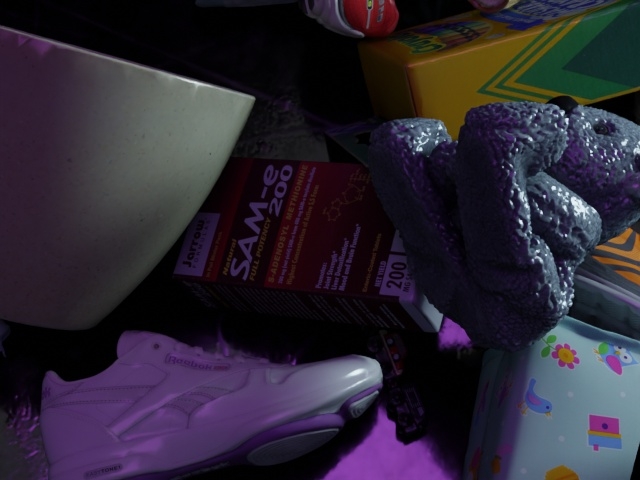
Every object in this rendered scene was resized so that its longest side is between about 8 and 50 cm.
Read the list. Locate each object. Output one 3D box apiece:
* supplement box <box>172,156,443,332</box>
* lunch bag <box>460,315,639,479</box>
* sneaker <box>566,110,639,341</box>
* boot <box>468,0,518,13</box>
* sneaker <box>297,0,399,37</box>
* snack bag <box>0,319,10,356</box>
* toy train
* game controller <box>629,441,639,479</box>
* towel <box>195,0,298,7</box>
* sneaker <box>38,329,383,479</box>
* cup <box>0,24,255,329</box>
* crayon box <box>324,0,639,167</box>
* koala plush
[{"bbox_3d":[0.000,0.000,1.452,0.239,0.073,0.130,4,66,28],"label":"supplement box"},{"bbox_3d":[0.257,0.205,1.366,0.262,0.160,0.223,19,62,-6],"label":"lunch bag"},{"bbox_3d":[0.267,-0.013,1.478,0.321,0.124,0.180,33,71,14],"label":"sneaker"},{"bbox_3d":[0.184,-0.369,1.580,0.269,0.089,0.236,-36,88,-40],"label":"boot"},{"bbox_3d":[0.063,-0.318,1.559,0.118,0.107,0.279,21,77,-17],"label":"sneaker"},{"bbox_3d":[-0.507,0.098,1.475,0.342,0.037,0.323,37,70,15],"label":"snack bag"},{"bbox_3d":[0.061,0.102,1.479,0.036,0.027,0.158,-18,67,-12],"label":"toy train"},{"bbox_3d":[0.342,0.236,1.298,0.067,0.319,0.166,6,64,50],"label":"game controller"},{"bbox_3d":[0.006,-0.415,1.678,0.321,0.090,0.374,-8,66,-3],"label":"towel"},{"bbox_3d":[-0.099,0.130,1.418,0.305,0.114,0.152,-14,68,-7],"label":"sneaker"},{"bbox_3d":[-0.248,-0.058,1.422,0.331,0.331,0.237,17,95,7],"label":"cup"},{"bbox_3d":[0.166,-0.163,1.501,0.323,0.203,0.083,-17,105,-7],"label":"crayon box"},{"bbox_3d":[0.190,-0.035,1.331,0.221,0.196,0.203,-24,101,-30],"label":"koala plush"}]
